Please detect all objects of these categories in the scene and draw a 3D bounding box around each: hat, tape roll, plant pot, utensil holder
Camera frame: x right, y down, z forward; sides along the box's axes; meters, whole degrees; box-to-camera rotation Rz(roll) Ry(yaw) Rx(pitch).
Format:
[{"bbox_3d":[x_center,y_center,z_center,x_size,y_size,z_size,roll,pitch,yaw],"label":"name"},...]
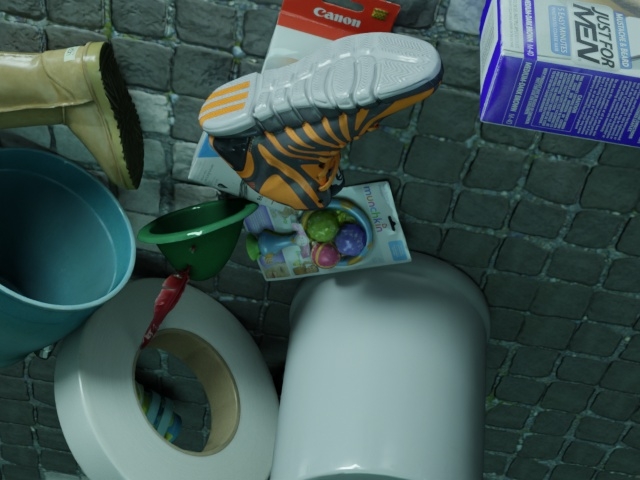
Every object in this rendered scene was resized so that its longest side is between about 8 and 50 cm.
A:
[{"bbox_3d":[-0.162,0.051,1.565,0.208,0.173,0.184,2,112,48],"label":"hat"},{"bbox_3d":[-0.223,0.244,1.669,0.392,0.392,0.072,35,131,-27],"label":"tape roll"},{"bbox_3d":[-0.444,0.050,1.564,0.271,0.272,0.255,27,131,-20],"label":"plant pot"},{"bbox_3d":[0.090,0.260,1.638,0.327,0.385,0.328,5,137,5],"label":"utensil holder"}]

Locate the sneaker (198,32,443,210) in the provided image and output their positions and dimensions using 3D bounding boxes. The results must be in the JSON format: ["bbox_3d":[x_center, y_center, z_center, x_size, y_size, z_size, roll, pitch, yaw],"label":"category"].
[{"bbox_3d":[0.022,-0.143,1.362,0.321,0.125,0.180,-10,134,26],"label":"sneaker"}]

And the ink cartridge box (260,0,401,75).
[{"bbox_3d":[0.008,-0.234,1.367,0.145,0.045,0.179,15,140,-8],"label":"ink cartridge box"}]

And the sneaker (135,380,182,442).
[{"bbox_3d":[-0.336,0.275,1.917,0.208,0.127,0.319,17,147,-6],"label":"sneaker"}]

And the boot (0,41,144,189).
[{"bbox_3d":[-0.391,-0.167,1.476,0.269,0.089,0.236,-3,126,12],"label":"boot"}]

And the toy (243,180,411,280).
[{"bbox_3d":[0.000,0.000,1.592,0.237,0.056,0.137,-7,119,23],"label":"toy"}]

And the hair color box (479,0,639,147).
[{"bbox_3d":[0.358,-0.202,1.241,0.338,0.185,0.110,10,136,-3],"label":"hair color box"}]

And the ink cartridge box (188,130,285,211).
[{"bbox_3d":[-0.080,-0.108,1.503,0.180,0.060,0.104,19,136,-11],"label":"ink cartridge box"}]

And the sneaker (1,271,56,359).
[{"bbox_3d":[-0.477,0.091,1.778,0.132,0.086,0.229,20,127,-5],"label":"sneaker"}]

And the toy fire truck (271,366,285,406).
[{"bbox_3d":[-0.034,0.382,1.891,0.217,0.246,0.158,25,135,-18],"label":"toy fire truck"}]
